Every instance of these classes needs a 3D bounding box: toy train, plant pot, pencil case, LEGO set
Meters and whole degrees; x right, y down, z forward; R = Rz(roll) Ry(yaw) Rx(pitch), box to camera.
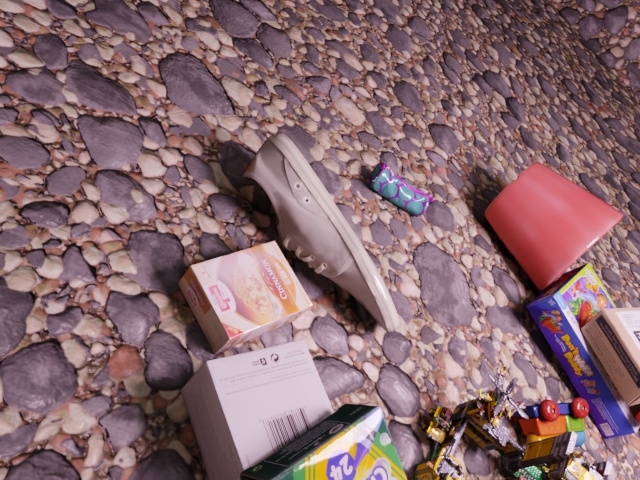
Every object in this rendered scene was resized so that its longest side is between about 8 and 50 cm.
[{"bbox_3d":[0.434,0.396,1.246,0.248,0.105,0.143,4,73,-28],"label":"toy train"},{"bbox_3d":[0.571,-0.049,1.573,0.243,0.275,0.275,48,43,16],"label":"plant pot"},{"bbox_3d":[0.188,-0.120,1.473,0.151,0.070,0.064,32,44,-12],"label":"pencil case"},{"bbox_3d":[0.348,0.406,1.074,0.331,0.192,0.255,47,52,3],"label":"LEGO set"}]

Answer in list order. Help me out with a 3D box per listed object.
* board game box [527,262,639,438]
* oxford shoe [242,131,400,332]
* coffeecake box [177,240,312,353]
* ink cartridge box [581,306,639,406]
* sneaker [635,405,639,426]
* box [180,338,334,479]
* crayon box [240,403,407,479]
[{"bbox_3d":[0.658,0.253,1.479,0.233,0.078,0.347,-25,83,-45],"label":"board game box"},{"bbox_3d":[0.000,0.000,1.216,0.130,0.169,0.449,-35,89,-4],"label":"oxford shoe"},{"bbox_3d":[-0.129,0.094,1.082,0.185,0.068,0.142,-18,70,-42],"label":"coffeecake box"},{"bbox_3d":[0.723,0.245,1.355,0.234,0.088,0.193,0,48,-25],"label":"ink cartridge box"},{"bbox_3d":[0.734,0.325,1.406,0.221,0.087,0.128,-18,64,-47],"label":"sneaker"},{"bbox_3d":[-0.089,0.267,0.940,0.181,0.119,0.182,-6,61,-38],"label":"box"},{"bbox_3d":[0.044,0.417,0.847,0.203,0.083,0.323,-23,95,-38],"label":"crayon box"}]
